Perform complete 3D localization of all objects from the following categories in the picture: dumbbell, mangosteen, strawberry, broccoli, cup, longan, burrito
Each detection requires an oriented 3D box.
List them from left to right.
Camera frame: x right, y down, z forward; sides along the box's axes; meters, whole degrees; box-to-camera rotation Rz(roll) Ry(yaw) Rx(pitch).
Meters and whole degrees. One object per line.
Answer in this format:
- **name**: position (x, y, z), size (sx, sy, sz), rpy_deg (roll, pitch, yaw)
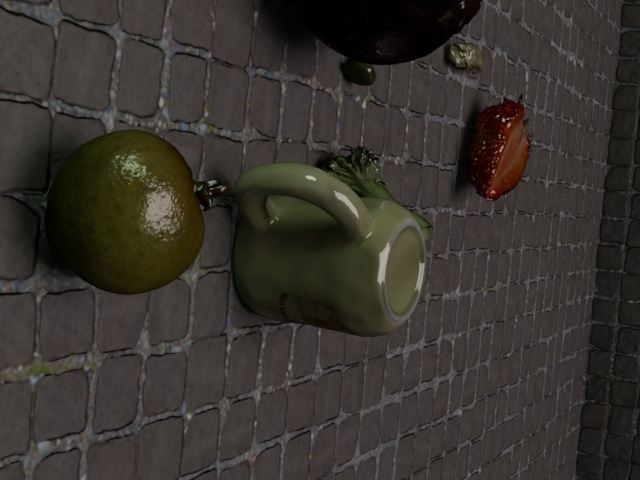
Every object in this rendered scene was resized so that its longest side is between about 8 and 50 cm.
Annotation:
- **longan**: position (-0.169, -0.029, 0.907), size (0.145, 0.176, 0.154), rpy_deg (62, -17, 12)
- **cup**: position (0.010, -0.008, 1.201), size (0.173, 0.202, 0.255), rpy_deg (-47, 135, -48)
- **dumbbell**: position (0.071, -0.286, 1.425), size (0.052, 0.046, 0.117), rpy_deg (53, 50, -60)
- **broccoli**: position (0.075, -0.049, 1.331), size (0.118, 0.204, 0.122), rpy_deg (-30, 130, -19)
- **mangosteen**: position (0.080, -0.372, 1.200), size (0.293, 0.297, 0.297), rpy_deg (37, 53, -10)
- **burrito**: position (0.273, -0.342, 1.798), size (0.149, 0.041, 0.055), rpy_deg (-10, 118, -65)
- **strawberry**: position (0.343, -0.162, 1.912), size (0.174, 0.098, 0.228), rpy_deg (50, 55, -53)
